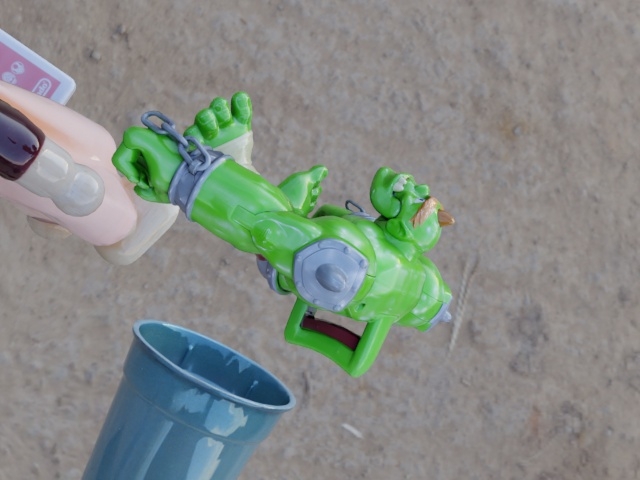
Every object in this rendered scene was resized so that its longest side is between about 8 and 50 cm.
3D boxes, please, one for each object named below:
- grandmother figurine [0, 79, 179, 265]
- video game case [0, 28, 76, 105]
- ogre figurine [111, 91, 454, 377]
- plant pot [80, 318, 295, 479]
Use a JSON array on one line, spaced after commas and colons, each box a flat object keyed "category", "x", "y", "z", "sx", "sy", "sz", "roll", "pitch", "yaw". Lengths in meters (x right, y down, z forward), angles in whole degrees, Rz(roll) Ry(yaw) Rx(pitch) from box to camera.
[{"category": "grandmother figurine", "x": -0.213, "y": -0.073, "z": 0.441, "sx": 0.208, "sy": 0.342, "sz": 0.104, "roll": 10, "pitch": 78, "yaw": 15}, {"category": "video game case", "x": -0.352, "y": -0.114, "z": 0.569, "sx": 0.285, "sy": 0.025, "sz": 0.204, "roll": 35, "pitch": 82, "yaw": -13}, {"category": "ogre figurine", "x": 0.000, "y": 0.000, "z": 0.403, "sx": 0.118, "sy": 0.197, "sz": 0.097, "roll": 37, "pitch": 79, "yaw": 28}, {"category": "plant pot", "x": -0.273, "y": 0.375, "z": 1.536, "sx": 0.341, "sy": 0.341, "sz": 0.334, "roll": 27, "pitch": 92, "yaw": -19}]
